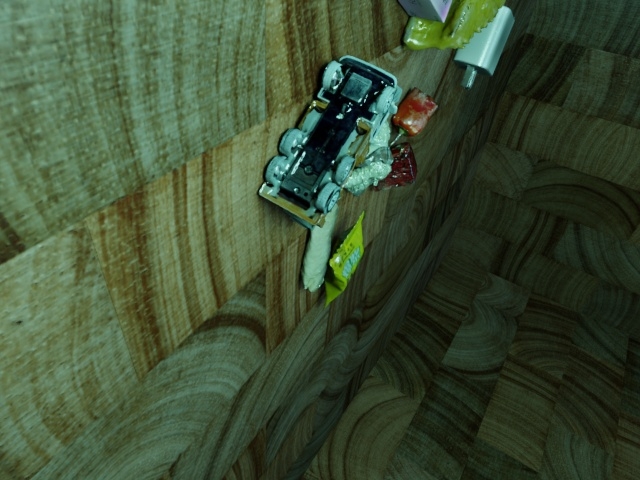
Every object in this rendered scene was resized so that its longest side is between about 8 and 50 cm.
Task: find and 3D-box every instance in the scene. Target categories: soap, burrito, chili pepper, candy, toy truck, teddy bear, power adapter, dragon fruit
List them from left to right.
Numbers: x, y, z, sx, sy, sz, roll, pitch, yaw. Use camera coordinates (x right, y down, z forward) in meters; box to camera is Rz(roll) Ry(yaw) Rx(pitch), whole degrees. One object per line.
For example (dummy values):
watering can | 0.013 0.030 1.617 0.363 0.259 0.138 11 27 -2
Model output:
burrito | 0.000 0.000 1.073 0.082 0.059 0.275 -55 161 -52
toy truck | 0.035 -0.187 0.857 0.339 0.132 0.184 -60 168 -5
candy | 0.062 0.062 1.229 0.297 0.081 0.187 95 21 -61
teddy bear | 0.124 -0.205 1.059 0.213 0.111 0.133 -67 162 10
dragon fruit | 0.210 -0.225 1.283 0.161 0.120 0.127 -64 143 -53
chili pepper | 0.240 -0.326 1.229 0.192 0.086 0.084 -53 131 0
soap | 0.364 -0.574 1.132 0.304 0.169 0.339 14 101 -58
power adapter | 0.535 -0.640 1.513 0.187 0.124 0.256 -17 130 -60

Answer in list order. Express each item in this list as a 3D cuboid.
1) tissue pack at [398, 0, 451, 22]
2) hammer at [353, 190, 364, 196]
tissue pack | 0.204 -0.549 0.888 0.246 0.092 0.149 -10 122 -64
hammer | 0.124 -0.206 1.186 0.062 0.017 0.182 -37 144 -51
